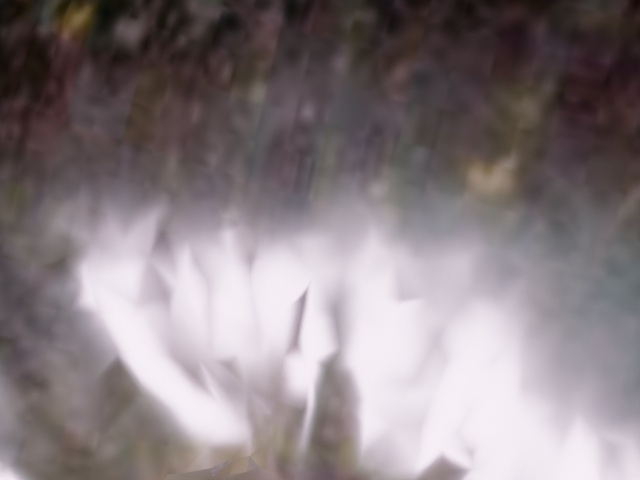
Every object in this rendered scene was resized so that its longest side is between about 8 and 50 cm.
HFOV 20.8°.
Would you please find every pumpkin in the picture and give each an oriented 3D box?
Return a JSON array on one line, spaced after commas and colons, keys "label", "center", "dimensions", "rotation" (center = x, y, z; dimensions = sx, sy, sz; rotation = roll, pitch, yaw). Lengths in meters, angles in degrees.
[{"label": "pumpkin", "center": [0.045, 0.086, 0.478], "dimensions": [0.454, 0.344, 0.454], "rotation": [-2, 86, 23]}]
